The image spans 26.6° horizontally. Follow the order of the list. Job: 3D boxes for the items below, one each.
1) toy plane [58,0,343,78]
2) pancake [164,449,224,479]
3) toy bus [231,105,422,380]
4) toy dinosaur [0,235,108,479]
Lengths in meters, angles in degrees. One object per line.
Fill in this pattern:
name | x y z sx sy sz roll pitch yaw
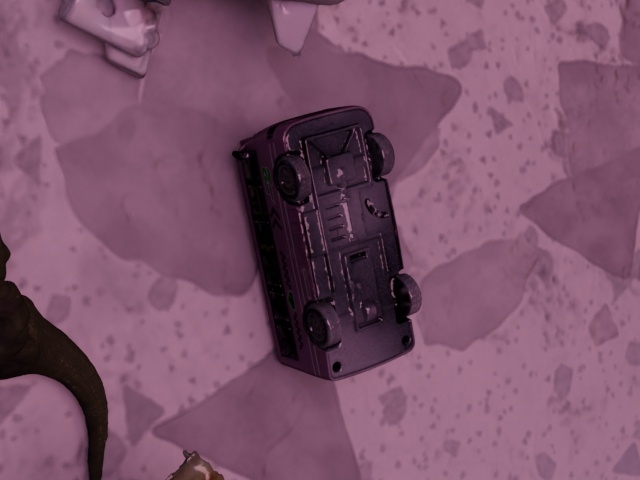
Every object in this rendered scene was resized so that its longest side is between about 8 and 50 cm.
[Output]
toy plane | -0.075 -0.219 0.877 0.244 0.117 0.245 -7 109 -22
pancake | -0.170 0.300 0.792 0.426 0.067 0.305 -25 120 -18
toy bus | 0.000 0.000 0.935 0.086 0.098 0.178 -17 102 -31
toy dinosaur | -0.226 0.084 0.829 0.187 0.087 0.179 -10 132 -18
